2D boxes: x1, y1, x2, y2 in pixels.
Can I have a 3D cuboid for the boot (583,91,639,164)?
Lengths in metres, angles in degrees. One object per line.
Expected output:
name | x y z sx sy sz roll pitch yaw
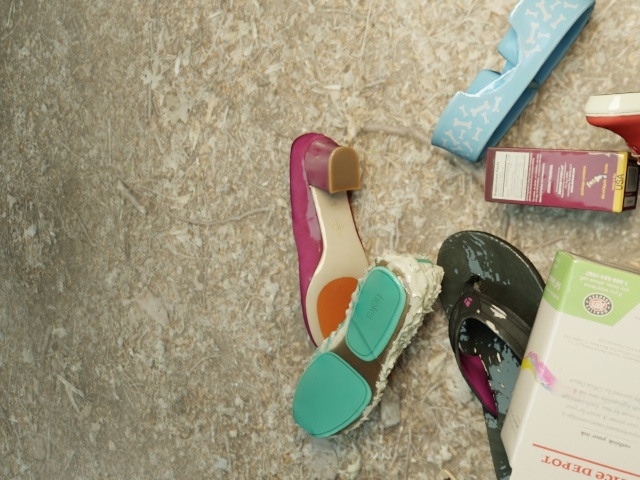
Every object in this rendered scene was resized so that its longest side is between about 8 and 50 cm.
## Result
boot | 0.416 -0.089 0.833 0.088 0.244 0.176 -151 67 -63

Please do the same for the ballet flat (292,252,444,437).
ballet flat | 0.087 0.180 1.122 0.147 0.147 0.409 46 129 23

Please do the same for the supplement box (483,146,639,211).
supplement box | 0.338 -0.087 0.957 0.188 0.104 0.081 7 97 34

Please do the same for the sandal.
sandal | 0.281 0.193 1.012 0.167 0.107 0.446 -22 80 33

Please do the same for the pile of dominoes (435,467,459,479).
pile of dominoes | 0.221 0.521 1.116 0.251 0.040 0.196 43 115 25

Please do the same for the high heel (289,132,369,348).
high heel | 0.000 0.000 1.221 0.181 0.127 0.378 29 116 60

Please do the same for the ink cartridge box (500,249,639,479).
ink cartridge box | 0.367 0.211 0.892 0.207 0.119 0.354 16 98 6

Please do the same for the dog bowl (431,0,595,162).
dog bowl | 0.274 -0.238 0.965 0.074 0.166 0.297 40 114 13
